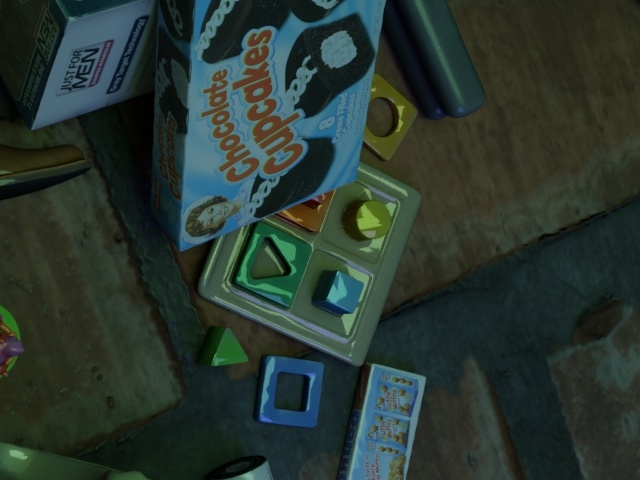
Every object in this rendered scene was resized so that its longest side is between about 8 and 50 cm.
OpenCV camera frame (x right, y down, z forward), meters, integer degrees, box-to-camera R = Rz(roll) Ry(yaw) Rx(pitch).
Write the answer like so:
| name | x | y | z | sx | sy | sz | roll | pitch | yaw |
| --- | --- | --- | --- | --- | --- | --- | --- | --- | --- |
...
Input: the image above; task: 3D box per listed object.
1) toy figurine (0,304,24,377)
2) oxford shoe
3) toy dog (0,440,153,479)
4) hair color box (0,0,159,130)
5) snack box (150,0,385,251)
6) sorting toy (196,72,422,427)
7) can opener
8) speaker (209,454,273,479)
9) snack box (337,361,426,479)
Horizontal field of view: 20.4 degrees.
| name | x | y | z | sx | sy | sz | roll | pitch | yaw |
| --- | --- | --- | --- | --- | --- | --- | --- | --- | --- |
| toy figurine | -0.291 | 0.092 | 1.408 | 0.173 | 0.159 | 0.130 | -7 | 93 | -31 |
| oxford shoe | -0.289 | -0.068 | 1.465 | 0.212 | 0.076 | 0.076 | -6 | 79 | -31 |
| toy dog | -0.179 | 0.393 | 1.437 | 0.395 | 0.284 | 0.408 | 29 | 75 | -52 |
| hair color box | -0.098 | -0.223 | 1.502 | 0.347 | 0.174 | 0.105 | -22 | 72 | -29 |
| snack box | -0.043 | -0.144 | 1.458 | 0.187 | 0.060 | 0.322 | -23 | 145 | -25 |
| sorting toy | 0.000 | 0.000 | 1.642 | 0.196 | 0.047 | 0.348 | 26 | 76 | -27 |
| can opener | 0.093 | -0.257 | 1.683 | 0.095 | 0.076 | 0.283 | -32 | 106 | -26 |
| speaker | -0.054 | 0.266 | 1.604 | 0.055 | 0.055 | 0.136 | -22 | 101 | -28 |
| snack box | 0.052 | 0.208 | 1.684 | 0.064 | 0.022 | 0.178 | 16 | 82 | -28 |
